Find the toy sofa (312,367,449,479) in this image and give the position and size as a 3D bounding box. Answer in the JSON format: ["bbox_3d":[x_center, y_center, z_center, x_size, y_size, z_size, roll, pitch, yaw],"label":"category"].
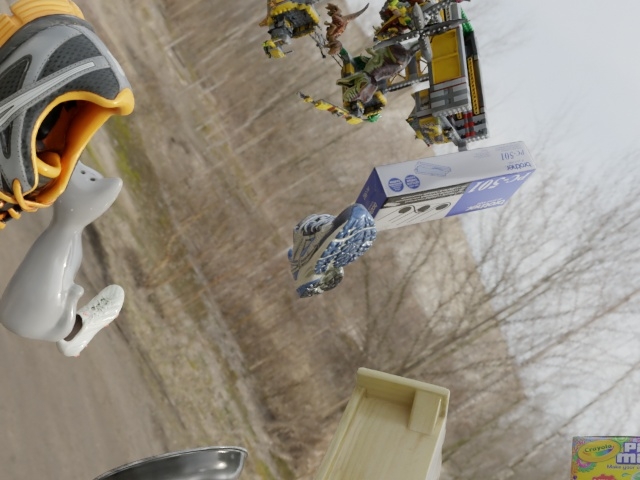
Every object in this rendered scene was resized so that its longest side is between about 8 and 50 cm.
[{"bbox_3d":[0.068,0.365,1.070,0.362,0.150,0.177,-57,152,-51],"label":"toy sofa"}]

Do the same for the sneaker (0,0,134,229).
[{"bbox_3d":[-0.197,-0.042,0.453,0.083,0.215,0.084,42,8,13],"label":"sneaker"}]

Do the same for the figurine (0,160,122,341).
[{"bbox_3d":[-0.325,-0.025,0.797,0.215,0.209,0.092,26,22,-5],"label":"figurine"}]

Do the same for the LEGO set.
[{"bbox_3d":[0.080,-0.212,0.966,0.331,0.255,0.192,46,38,-62],"label":"LEGO set"}]

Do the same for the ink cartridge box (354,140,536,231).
[{"bbox_3d":[0.153,-0.066,0.949,0.097,0.207,0.046,117,-43,-61],"label":"ink cartridge box"}]

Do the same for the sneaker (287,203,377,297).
[{"bbox_3d":[0.000,0.000,0.652,0.058,0.052,0.135,63,-32,17],"label":"sneaker"}]

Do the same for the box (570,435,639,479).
[{"bbox_3d":[0.522,0.412,1.052,0.279,0.290,0.177,56,39,-36],"label":"box"}]

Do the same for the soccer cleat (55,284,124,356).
[{"bbox_3d":[-0.495,0.164,1.654,0.068,0.196,0.076,21,-34,21],"label":"soccer cleat"}]

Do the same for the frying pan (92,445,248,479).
[{"bbox_3d":[-0.205,0.328,0.997,0.326,0.197,0.053,124,-43,-53],"label":"frying pan"}]
